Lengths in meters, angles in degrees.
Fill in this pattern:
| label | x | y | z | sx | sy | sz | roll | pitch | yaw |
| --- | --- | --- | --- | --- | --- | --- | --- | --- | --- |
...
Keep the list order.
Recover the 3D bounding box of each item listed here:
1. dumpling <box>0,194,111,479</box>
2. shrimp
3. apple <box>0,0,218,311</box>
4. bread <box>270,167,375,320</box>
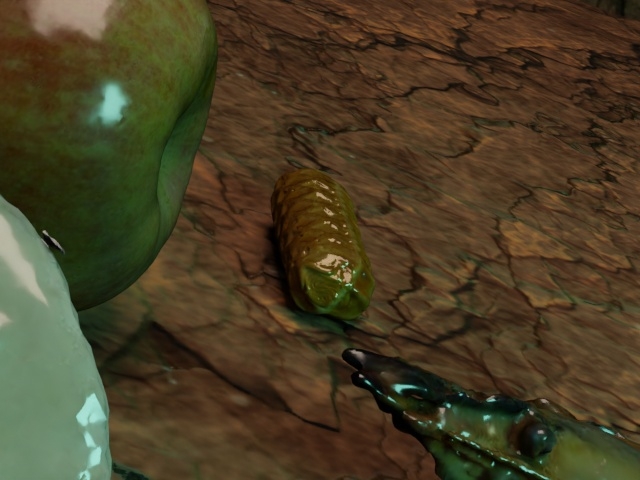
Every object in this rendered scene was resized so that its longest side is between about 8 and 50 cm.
| label | x | y | z | sx | sy | sz | roll | pitch | yaw |
| --- | --- | --- | --- | --- | --- | --- | --- | --- | --- |
| dumpling | -0.177 | 0.027 | 0.478 | 0.247 | 0.172 | 0.142 | 24 | -12 | -12 |
| shrimp | 0.088 | 0.101 | 0.711 | 0.262 | 0.066 | 0.117 | 27 | -1 | -32 |
| apple | -0.142 | -0.062 | 0.712 | 0.174 | 0.188 | 0.188 | 14 | 19 | 2 |
| bread | 0.000 | 0.000 | 0.912 | 0.052 | 0.044 | 0.157 | 23 | 19 | -15 |
